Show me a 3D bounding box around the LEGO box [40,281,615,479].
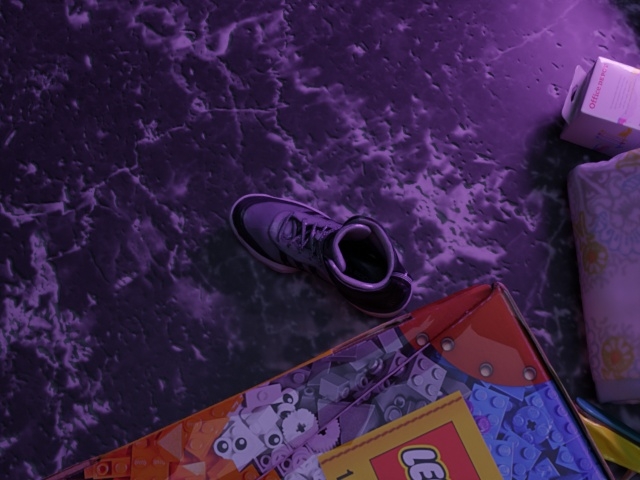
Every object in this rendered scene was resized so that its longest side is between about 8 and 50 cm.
[{"bbox_3d":[-0.015,0.242,0.597,0.373,0.500,0.193,-23,75,-5],"label":"LEGO box"}]

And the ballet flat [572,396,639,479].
[{"bbox_3d":[0.396,0.275,0.811,0.231,0.077,0.077,26,97,10],"label":"ballet flat"}]

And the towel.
[{"bbox_3d":[0.479,0.022,0.762,0.090,0.375,0.320,17,66,-40],"label":"towel"}]

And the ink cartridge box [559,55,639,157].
[{"bbox_3d":[0.407,-0.179,0.921,0.143,0.090,0.092,21,75,7],"label":"ink cartridge box"}]

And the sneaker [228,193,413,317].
[{"bbox_3d":[0.000,0.000,0.842,0.269,0.153,0.101,28,76,8],"label":"sneaker"}]
